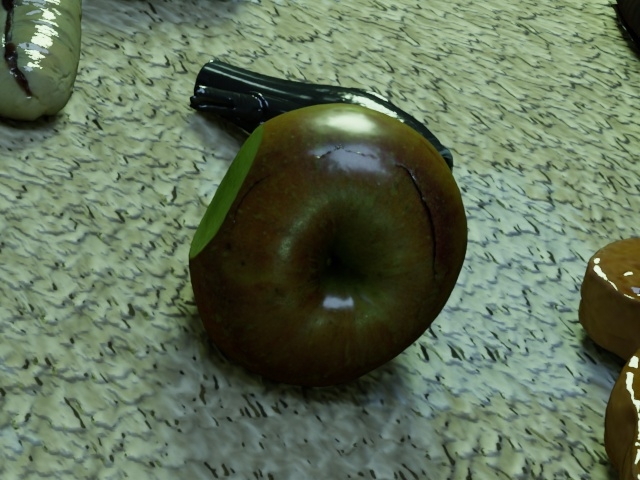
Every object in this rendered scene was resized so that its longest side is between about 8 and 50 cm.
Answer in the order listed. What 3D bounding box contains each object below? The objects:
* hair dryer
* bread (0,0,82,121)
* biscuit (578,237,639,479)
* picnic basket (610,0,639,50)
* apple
[{"bbox_3d":[-0.034,-0.082,1.232,0.195,0.075,0.219,24,5,27],"label":"hair dryer"},{"bbox_3d":[-0.197,-0.148,1.321,0.073,0.053,0.214,10,31,-10],"label":"bread"},{"bbox_3d":[0.334,0.120,1.118,0.349,0.078,0.455,2,29,1],"label":"biscuit"},{"bbox_3d":[0.396,-0.207,1.698,0.296,0.129,0.222,9,32,-19],"label":"picnic basket"},{"bbox_3d":[0.006,0.002,1.123,0.146,0.163,0.147,26,4,-15],"label":"apple"}]
